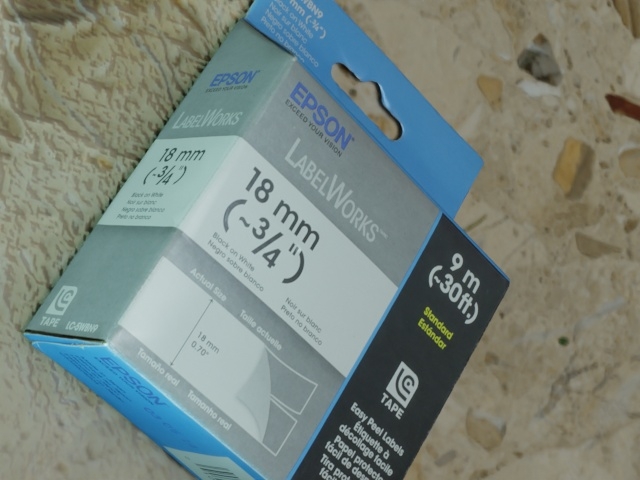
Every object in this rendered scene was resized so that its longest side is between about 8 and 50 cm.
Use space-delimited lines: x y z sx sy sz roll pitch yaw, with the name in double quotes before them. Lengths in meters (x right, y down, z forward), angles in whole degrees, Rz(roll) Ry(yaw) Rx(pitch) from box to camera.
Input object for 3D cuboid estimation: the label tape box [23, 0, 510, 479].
"label tape box" 0.000 0.000 1.093 0.240 0.106 0.333 44 65 -29
